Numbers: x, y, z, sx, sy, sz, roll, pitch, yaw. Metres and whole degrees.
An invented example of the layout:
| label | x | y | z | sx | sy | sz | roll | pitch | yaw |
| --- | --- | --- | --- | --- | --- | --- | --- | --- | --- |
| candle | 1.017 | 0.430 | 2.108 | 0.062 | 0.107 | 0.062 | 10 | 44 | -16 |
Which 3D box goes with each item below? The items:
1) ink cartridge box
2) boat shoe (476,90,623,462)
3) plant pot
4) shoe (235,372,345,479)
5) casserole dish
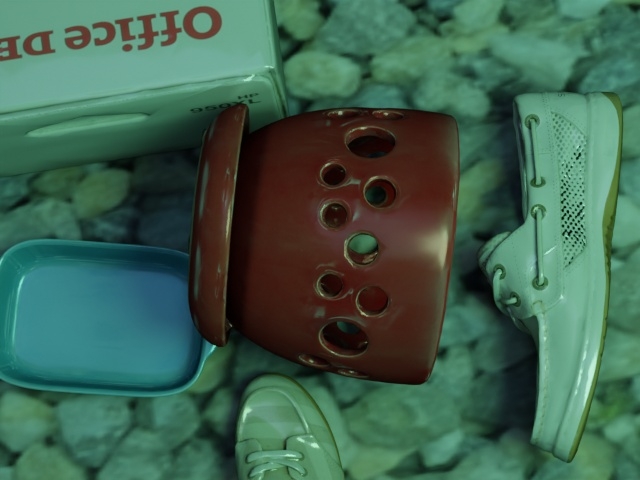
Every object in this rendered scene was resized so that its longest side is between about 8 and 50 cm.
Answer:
| label | x | y | z | sx | sy | sz | roll | pitch | yaw |
| --- | --- | --- | --- | --- | --- | --- | --- | --- | --- |
| ink cartridge box | -0.191 | -0.262 | 1.024 | 0.285 | 0.166 | 0.395 | -9 | 78 | 2 |
| boat shoe | 0.160 | 0.021 | 0.989 | 0.096 | 0.098 | 0.277 | 6 | 70 | 5 |
| plant pot | 0.000 | 0.000 | 0.944 | 0.174 | 0.191 | 0.191 | 4 | 79 | -1 |
| shoe | -0.016 | 0.200 | 0.978 | 0.076 | 0.058 | 0.219 | -13 | 79 | 1 |
| casserole dish | -0.165 | 0.060 | 1.027 | 0.188 | 0.037 | 0.114 | 4 | 79 | 3 |
